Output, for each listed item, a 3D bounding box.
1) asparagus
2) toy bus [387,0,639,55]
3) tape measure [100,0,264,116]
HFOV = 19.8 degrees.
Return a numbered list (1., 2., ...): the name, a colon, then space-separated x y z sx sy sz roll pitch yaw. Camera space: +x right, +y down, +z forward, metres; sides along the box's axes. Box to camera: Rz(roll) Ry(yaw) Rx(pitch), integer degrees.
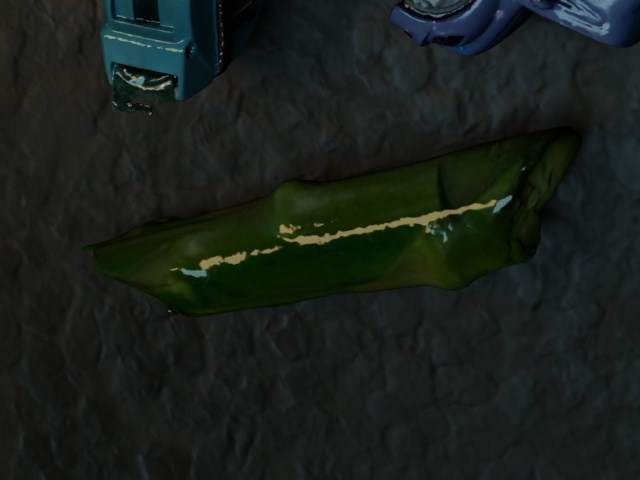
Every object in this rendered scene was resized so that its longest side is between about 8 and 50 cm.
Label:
1. asparagus: 0.001 0.000 1.122 0.343 0.082 0.085 -14 104 25
2. toy bus: 0.164 -0.203 0.973 0.133 0.125 0.292 41 114 5
3. tape measure: -0.079 -0.158 1.079 0.081 0.125 0.146 14 122 19
